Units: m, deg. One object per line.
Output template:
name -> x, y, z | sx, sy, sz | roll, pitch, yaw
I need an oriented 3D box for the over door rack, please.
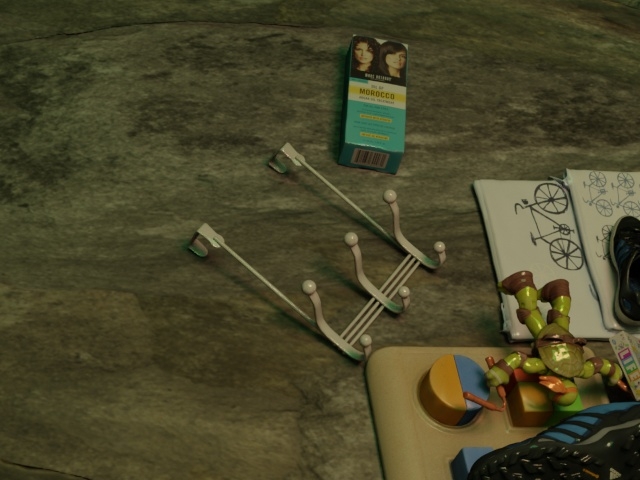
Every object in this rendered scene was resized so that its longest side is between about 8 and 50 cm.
over door rack -> 0.000, 0.000, 1.897 | 0.324, 0.108, 0.239 | 34, 54, 12

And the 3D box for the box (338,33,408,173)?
box -> 0.089, -0.227, 2.111 | 0.100, 0.060, 0.244 | 9, 53, -6

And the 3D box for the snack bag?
snack bag -> 0.423, 0.017, 2.025 | 0.342, 0.037, 0.323 | 1, 55, -12

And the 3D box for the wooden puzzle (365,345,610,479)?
wooden puzzle -> 0.258, 0.278, 1.771 | 0.347, 0.080, 0.322 | -1, 55, -13

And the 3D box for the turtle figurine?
turtle figurine -> 0.312, 0.147, 1.786 | 0.269, 0.087, 0.217 | 2, 53, -17

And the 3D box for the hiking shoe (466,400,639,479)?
hiking shoe -> 0.333, 0.290, 1.690 | 0.304, 0.132, 0.113 | -11, 99, -8

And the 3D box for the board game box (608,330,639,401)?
board game box -> 0.482, 0.197, 1.857 | 0.154, 0.026, 0.103 | 24, 39, -48

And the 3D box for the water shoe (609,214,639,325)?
water shoe -> 0.492, 0.034, 1.957 | 0.072, 0.080, 0.203 | 10, 54, -7
